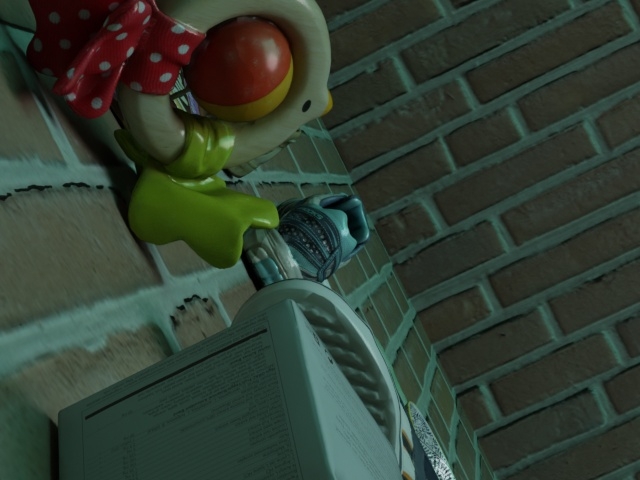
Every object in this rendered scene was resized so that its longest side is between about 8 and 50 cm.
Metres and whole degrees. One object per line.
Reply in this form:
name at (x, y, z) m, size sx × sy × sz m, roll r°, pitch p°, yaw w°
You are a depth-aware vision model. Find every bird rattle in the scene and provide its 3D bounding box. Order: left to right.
bird rattle at (-0.093, -0.122, 0.959) m, size 0.143 × 0.207 × 0.253 m, roll 44°, pitch -20°, yaw 50°

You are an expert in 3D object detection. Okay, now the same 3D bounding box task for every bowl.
bowl at (0.093, 0.258, 1.364) m, size 0.170 × 0.080 × 0.170 m, roll 62°, pitch 8°, yaw -16°

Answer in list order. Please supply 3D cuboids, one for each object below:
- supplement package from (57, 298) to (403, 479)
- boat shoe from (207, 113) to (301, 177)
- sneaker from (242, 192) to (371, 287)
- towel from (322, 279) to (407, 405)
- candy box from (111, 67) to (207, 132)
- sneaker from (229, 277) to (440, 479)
supplement package at (-0.025, 0.171, 0.592) m, size 0.134 × 0.139 × 0.244 m, roll 58°, pitch 11°, yaw -36°
boat shoe at (-0.110, -0.169, 1.369) m, size 0.285 × 0.089 × 0.104 m, roll 51°, pitch 15°, yaw -59°
sneaker at (0.000, 0.000, 1.431) m, size 0.110 × 0.122 × 0.283 m, roll 64°, pitch 7°, yaw -7°
towel at (0.070, 0.182, 1.641) m, size 0.248 × 0.038 × 0.325 m, roll 66°, pitch 8°, yaw 24°
candy box at (-0.146, -0.140, 1.162) m, size 0.109 × 0.053 × 0.186 m, roll 61°, pitch 6°, yaw -21°
sneaker at (0.014, 0.162, 0.979) m, size 0.127 × 0.126 × 0.321 m, roll -83°, pitch 156°, yaw -70°
